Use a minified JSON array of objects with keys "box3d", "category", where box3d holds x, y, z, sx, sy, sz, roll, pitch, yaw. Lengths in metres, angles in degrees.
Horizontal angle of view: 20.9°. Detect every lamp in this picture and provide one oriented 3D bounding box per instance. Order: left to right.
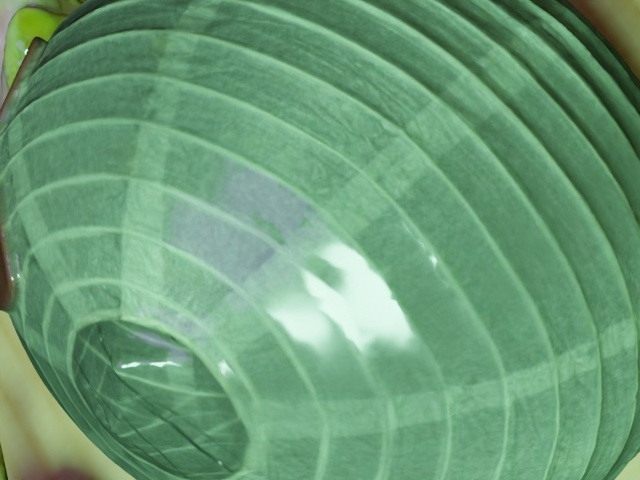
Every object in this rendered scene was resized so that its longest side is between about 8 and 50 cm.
[{"box3d":[0.000,0.000,0.622,0.265,0.233,0.233,43,113,10],"category":"lamp"}]

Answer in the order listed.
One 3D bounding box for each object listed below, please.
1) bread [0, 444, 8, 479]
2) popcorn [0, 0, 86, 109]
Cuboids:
[{"box3d":[-0.103,0.243,0.775,0.124,0.084,0.344,-15,75,-10],"category":"bread"},{"box3d":[-0.105,-0.057,0.776,0.145,0.126,0.125,20,116,8],"category":"popcorn"}]
